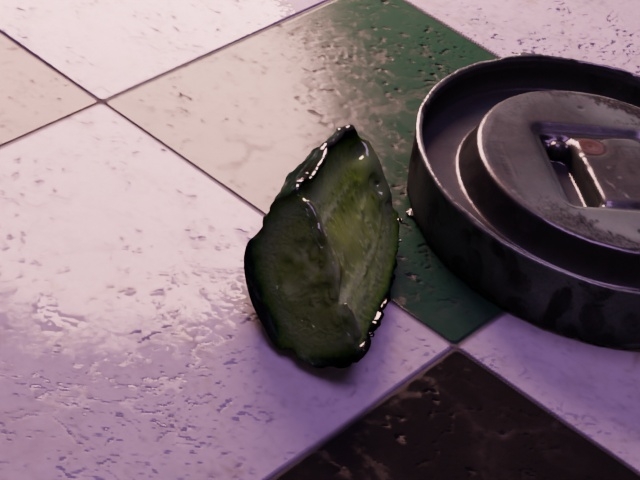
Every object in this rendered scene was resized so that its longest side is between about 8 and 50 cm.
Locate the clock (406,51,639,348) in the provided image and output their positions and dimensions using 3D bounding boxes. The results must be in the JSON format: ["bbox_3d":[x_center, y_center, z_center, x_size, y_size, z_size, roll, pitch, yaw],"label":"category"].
[{"bbox_3d":[0.216,-0.036,1.410,0.312,0.061,0.312,10,37,-7],"label":"clock"}]

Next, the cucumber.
[{"bbox_3d":[0.000,0.000,1.276,0.115,0.085,0.193,57,32,-18],"label":"cucumber"}]
